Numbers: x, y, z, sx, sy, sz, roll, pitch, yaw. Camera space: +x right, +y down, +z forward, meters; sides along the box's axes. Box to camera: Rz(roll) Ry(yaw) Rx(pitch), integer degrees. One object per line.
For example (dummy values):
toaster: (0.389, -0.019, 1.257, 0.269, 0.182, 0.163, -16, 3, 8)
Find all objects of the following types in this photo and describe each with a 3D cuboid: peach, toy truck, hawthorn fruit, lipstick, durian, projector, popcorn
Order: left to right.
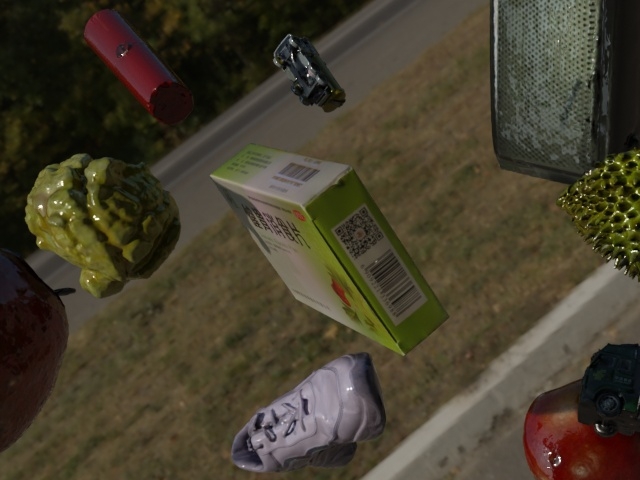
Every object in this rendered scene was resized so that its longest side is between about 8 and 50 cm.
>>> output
hawthorn fruit: (-0.405, 0.127, 1.308, 0.254, 0.254, 0.300, -26, 0, 44)
popcorn: (-0.336, -0.033, 1.675, 0.254, 0.256, 0.195, 84, -154, -52)
lipstick: (-0.268, -0.257, 1.570, 0.073, 0.073, 0.279, -38, 44, -5)
toy truck: (-0.014, -0.245, 1.600, 0.063, 0.123, 0.052, -3, -37, -49)
peach: (0.446, 0.340, 1.766, 0.243, 0.243, 0.199, -47, -1, -40)
projector: (0.454, -0.322, 1.630, 0.395, 0.405, 0.242, -22, 29, -38)
toy truck: (0.451, 0.197, 1.325, 0.259, 0.088, 0.121, 12, 59, 17)
durian: (0.331, -0.004, 0.964, 0.137, 0.221, 0.095, -45, 33, 49)

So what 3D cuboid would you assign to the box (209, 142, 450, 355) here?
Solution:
box: (0.000, 0.001, 1.053, 0.062, 0.175, 0.260, -39, 22, -12)

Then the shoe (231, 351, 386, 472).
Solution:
shoe: (-0.015, 0.197, 1.193, 0.138, 0.095, 0.245, -8, -25, -20)
